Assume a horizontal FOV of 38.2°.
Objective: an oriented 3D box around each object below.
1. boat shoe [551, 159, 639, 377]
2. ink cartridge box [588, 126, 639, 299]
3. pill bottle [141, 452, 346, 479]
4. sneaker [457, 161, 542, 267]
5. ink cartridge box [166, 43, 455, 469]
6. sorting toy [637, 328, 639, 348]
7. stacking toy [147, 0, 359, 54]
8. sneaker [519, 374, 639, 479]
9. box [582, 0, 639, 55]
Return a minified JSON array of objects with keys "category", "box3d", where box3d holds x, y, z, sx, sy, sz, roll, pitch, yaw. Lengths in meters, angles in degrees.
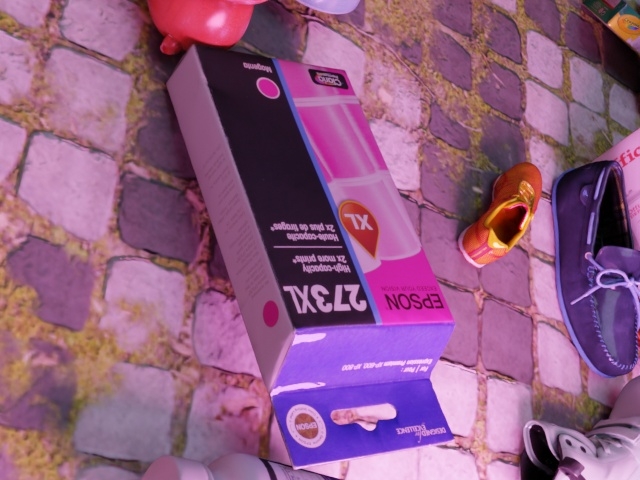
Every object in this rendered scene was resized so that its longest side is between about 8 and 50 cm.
[{"category":"boat shoe","box3d":[0.325,0.025,1.067,0.109,0.089,0.258,5,68,-37]},{"category":"ink cartridge box","box3d":[0.462,-0.017,1.084,0.117,0.207,0.283,9,54,-38]},{"category":"pill bottle","box3d":[-0.038,0.219,0.684,0.193,0.108,0.108,22,58,-29]},{"category":"sneaker","box3d":[0.216,-0.032,1.022,0.064,0.067,0.175,46,48,-10]},{"category":"ink cartridge box","box3d":[0.000,0.000,0.789,0.175,0.069,0.371,1,59,-39]},{"category":"sorting toy","box3d":[0.411,0.115,1.126,0.102,0.042,0.061,13,63,-34]},{"category":"stacking toy","box3d":[-0.093,-0.314,0.900,0.279,0.130,0.309,48,40,9]},{"category":"sneaker","box3d":[0.292,0.203,0.960,0.151,0.094,0.256,43,49,-11]},{"category":"box","box3d":[0.460,-0.283,1.311,0.179,0.043,0.105,34,22,-24]}]
